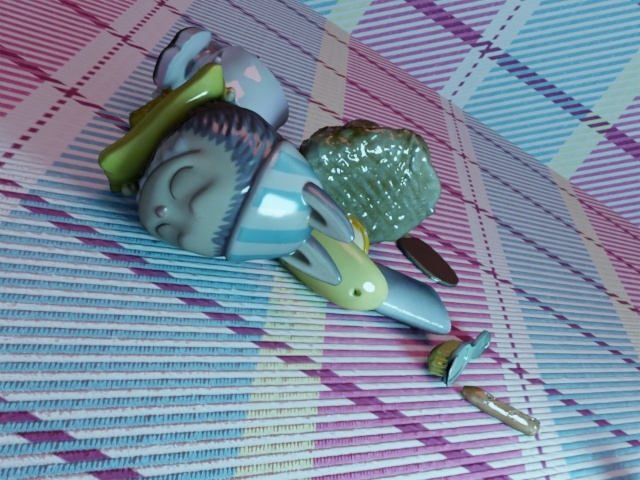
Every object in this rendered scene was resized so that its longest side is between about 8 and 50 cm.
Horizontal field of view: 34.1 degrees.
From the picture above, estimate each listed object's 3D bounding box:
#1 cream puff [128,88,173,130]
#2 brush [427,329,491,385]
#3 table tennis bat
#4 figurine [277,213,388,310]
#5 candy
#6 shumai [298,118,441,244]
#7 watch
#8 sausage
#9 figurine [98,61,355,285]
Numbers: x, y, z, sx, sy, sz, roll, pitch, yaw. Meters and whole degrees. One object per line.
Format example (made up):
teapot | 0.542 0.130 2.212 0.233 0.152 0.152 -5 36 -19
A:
cream puff | -0.262 -0.214 1.887 0.146 0.116 0.146 34 21 -15
brush | 0.244 0.199 1.873 0.060 0.068 0.297 19 11 19
table tennis bat | 0.204 0.015 2.258 0.246 0.022 0.138 48 23 24
figurine | 0.000 0.000 1.826 0.324 0.124 0.222 44 18 21
candy | 0.148 0.104 1.891 0.174 0.071 0.138 23 23 -26
shumai | 0.059 -0.167 2.063 0.314 0.267 0.262 27 24 -39
watch | -0.189 -0.274 1.991 0.231 0.196 0.244 39 -24 15
sausage | 0.309 0.292 1.793 0.158 0.042 0.036 29 59 -12
figurine | -0.122 -0.049 1.636 0.377 0.266 0.361 48 7 3
